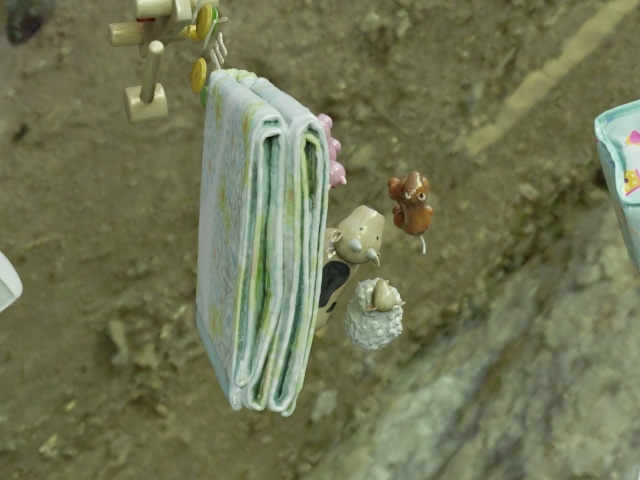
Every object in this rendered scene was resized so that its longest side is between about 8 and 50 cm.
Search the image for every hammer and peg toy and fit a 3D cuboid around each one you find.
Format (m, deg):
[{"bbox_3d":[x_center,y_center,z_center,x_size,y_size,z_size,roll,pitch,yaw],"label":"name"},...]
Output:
[{"bbox_3d":[-0.240,-0.369,1.709,0.127,0.361,0.266,-9,178,-21],"label":"hammer and peg toy"}]

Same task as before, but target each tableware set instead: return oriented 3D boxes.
[{"bbox_3d":[-0.145,-0.242,1.485,0.024,0.154,0.104,7,129,-28],"label":"tableware set"}]

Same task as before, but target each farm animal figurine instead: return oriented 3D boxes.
[{"bbox_3d":[0.000,0.000,1.581,0.172,0.330,0.327,-109,-146,-62],"label":"farm animal figurine"}]

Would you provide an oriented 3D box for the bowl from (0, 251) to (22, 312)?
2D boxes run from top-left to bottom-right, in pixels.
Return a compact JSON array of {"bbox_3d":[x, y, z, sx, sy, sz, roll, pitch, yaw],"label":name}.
[{"bbox_3d":[-0.570,0.085,1.899,0.142,0.053,0.142,-37,139,-11],"label":"bowl"}]

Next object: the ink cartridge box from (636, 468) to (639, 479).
[{"bbox_3d":[0.319,0.262,0.824,0.087,0.208,0.153,56,49,-70],"label":"ink cartridge box"}]

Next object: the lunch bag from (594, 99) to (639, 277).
[{"bbox_3d":[0.440,-0.058,1.185,0.262,0.160,0.223,-20,134,12],"label":"lunch bag"}]

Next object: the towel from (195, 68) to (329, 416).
[{"bbox_3d":[-0.074,-0.012,1.277,0.374,0.090,0.321,-133,-132,-70],"label":"towel"}]
